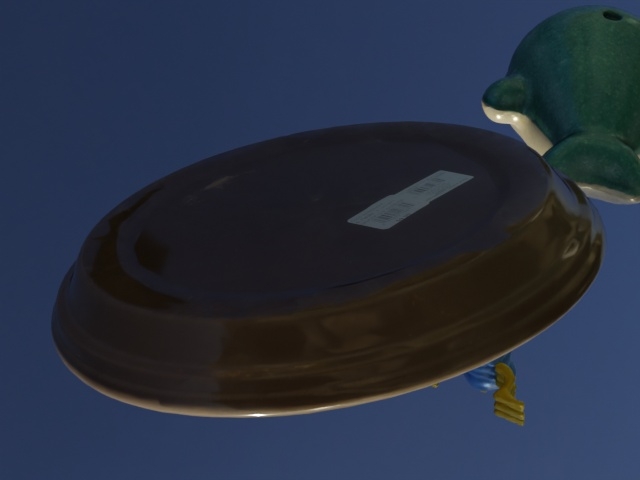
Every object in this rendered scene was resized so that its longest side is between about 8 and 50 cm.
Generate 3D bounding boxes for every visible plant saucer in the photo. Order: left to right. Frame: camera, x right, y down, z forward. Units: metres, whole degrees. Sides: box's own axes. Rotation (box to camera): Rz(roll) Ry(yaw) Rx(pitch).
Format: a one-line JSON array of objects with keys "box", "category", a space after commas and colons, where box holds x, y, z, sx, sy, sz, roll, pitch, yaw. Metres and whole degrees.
[{"box": [0.000, 0.000, 0.733, 0.278, 0.278, 0.041, -32, -59, -41], "category": "plant saucer"}]

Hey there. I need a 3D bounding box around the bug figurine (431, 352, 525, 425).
[{"box": [0.027, 0.023, 1.005, 0.072, 0.279, 0.216, -61, -14, -19], "category": "bug figurine"}]

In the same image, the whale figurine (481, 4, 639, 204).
[{"box": [0.267, -0.136, 1.429, 0.272, 0.216, 0.141, -72, -7, -60], "category": "whale figurine"}]
